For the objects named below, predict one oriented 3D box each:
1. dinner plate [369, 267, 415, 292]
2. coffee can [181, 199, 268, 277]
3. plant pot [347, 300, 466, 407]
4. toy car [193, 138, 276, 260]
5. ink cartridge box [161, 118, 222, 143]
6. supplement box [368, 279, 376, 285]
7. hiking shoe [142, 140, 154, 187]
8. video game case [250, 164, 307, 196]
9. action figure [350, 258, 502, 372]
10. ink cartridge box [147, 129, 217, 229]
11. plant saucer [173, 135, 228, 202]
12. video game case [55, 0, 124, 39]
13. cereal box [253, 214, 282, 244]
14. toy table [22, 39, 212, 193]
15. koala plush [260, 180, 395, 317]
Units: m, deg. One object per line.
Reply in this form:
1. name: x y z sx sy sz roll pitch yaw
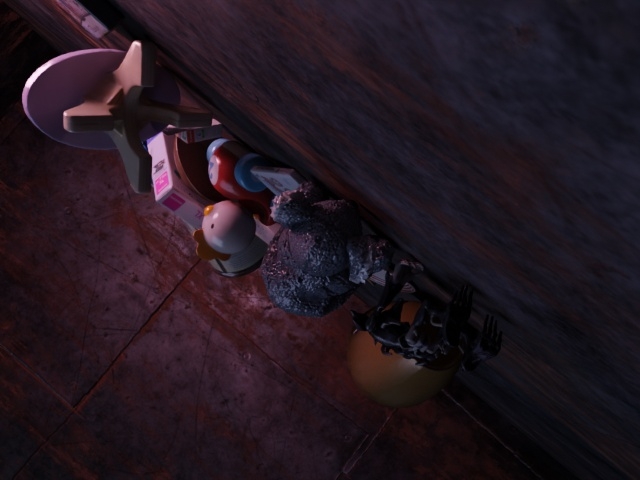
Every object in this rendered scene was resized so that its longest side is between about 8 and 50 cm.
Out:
1. dinner plate: 0.132 0.072 1.287 0.141 0.017 0.141 22 166 6
2. coffee can: -0.269 -0.058 1.742 0.202 0.202 0.275 36 159 41
3. plant pot: 0.195 0.221 1.288 0.237 0.237 0.254 39 162 3
4. toy car: -0.188 -0.064 1.307 0.210 0.238 0.219 43 174 -33
5. ink cartridge box: -0.258 -0.215 1.231 0.063 0.115 0.029 35 135 45
6. supplement box: 0.098 0.057 1.421 0.083 0.043 0.055 38 177 29
7. hiking shoe: -0.440 -0.240 1.587 0.304 0.113 0.132 52 169 3
8. video game case: -0.041 -0.083 1.163 0.157 0.019 0.143 43 164 -33
9. action figure: 0.162 0.124 0.986 0.164 0.140 0.276 39 160 -20
10. ink cartridge box: -0.320 -0.154 1.485 0.186 0.065 0.311 39 -159 -41
11. plant saucer: -0.269 -0.173 1.406 0.198 0.036 0.198 45 -146 -43
12. video game case: -0.453 -0.443 1.015 0.275 0.035 0.248 42 175 -27
13. cereal box: -0.068 -0.007 1.665 0.240 0.047 0.173 36 -155 23
14. toy table: -0.337 -0.222 1.068 0.161 0.274 0.252 31 133 41
15. koala plush: 0.005 0.011 0.934 0.196 0.203 0.221 39 164 3
